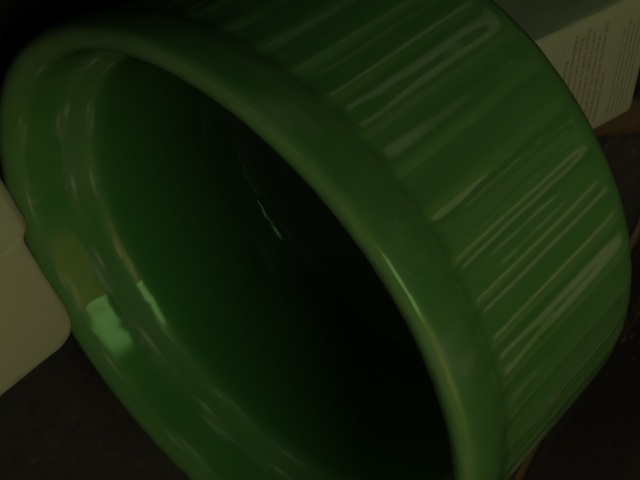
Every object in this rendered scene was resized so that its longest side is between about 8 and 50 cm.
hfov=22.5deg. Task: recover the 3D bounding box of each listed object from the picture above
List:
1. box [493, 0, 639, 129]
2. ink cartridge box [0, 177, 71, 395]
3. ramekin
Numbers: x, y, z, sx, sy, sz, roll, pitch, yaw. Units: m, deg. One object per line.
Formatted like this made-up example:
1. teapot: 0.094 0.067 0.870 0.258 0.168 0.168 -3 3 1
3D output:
1. box: 0.078 -0.108 0.892 0.170 0.130 0.091 -27 141 -30
2. ink cartridge box: -0.250 -0.030 0.596 0.207 0.119 0.353 -40 144 -16
3. ramekin: 0.000 0.000 0.766 0.148 0.303 0.303 -38 145 -30
